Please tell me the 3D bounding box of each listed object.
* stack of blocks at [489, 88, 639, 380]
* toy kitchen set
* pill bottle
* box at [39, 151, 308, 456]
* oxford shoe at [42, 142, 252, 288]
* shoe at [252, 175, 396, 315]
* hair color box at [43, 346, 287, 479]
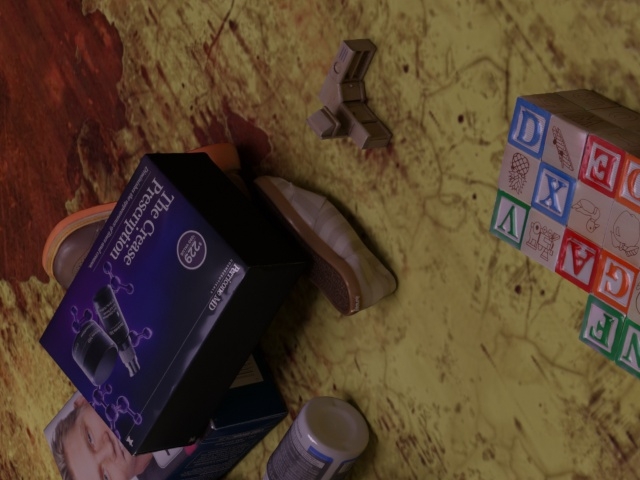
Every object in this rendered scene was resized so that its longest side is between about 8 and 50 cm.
[{"bbox_3d":[0.271,0.010,1.442,0.297,0.087,0.171,35,124,43],"label":"stack of blocks"},{"bbox_3d":[0.029,-0.141,1.741,0.083,0.068,0.075,52,134,32],"label":"toy kitchen set"},{"bbox_3d":[-0.011,0.232,1.859,0.078,0.078,0.137,58,136,28],"label":"pill bottle"},{"bbox_3d":[-0.157,0.065,1.849,0.184,0.103,0.261,44,118,25],"label":"box"},{"bbox_3d":[-0.203,0.011,2.029,0.364,0.130,0.132,-28,80,51],"label":"oxford shoe"},{"bbox_3d":[0.000,0.000,1.827,0.219,0.058,0.076,48,152,41],"label":"shoe"},{"bbox_3d":[-0.188,0.212,2.064,0.347,0.105,0.174,-48,60,46],"label":"hair color box"}]
